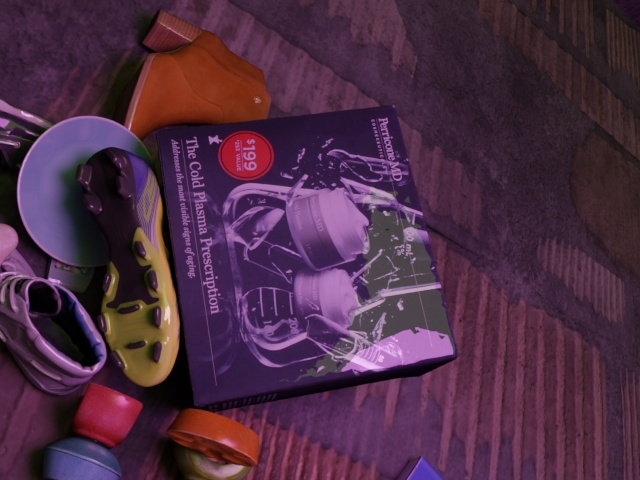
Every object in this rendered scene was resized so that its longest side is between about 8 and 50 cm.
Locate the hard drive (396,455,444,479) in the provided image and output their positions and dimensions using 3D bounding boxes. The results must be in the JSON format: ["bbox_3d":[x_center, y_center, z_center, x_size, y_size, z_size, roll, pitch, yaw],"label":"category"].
[{"bbox_3d":[0.198,0.503,0.973,0.318,0.040,0.210,47,47,4],"label":"hard drive"}]

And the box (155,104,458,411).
[{"bbox_3d":[-0.031,0.026,0.881,0.313,0.179,0.343,-8,73,-12],"label":"box"}]

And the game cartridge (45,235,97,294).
[{"bbox_3d":[-0.311,0.024,0.851,0.056,0.017,0.083,20,59,-35],"label":"game cartridge"}]

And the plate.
[{"bbox_3d":[-0.288,-0.060,0.845,0.188,0.024,0.188,-8,101,-46],"label":"plate"}]

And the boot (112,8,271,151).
[{"bbox_3d":[-0.178,-0.200,1.003,0.211,0.104,0.295,27,51,-26],"label":"boot"}]

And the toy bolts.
[{"bbox_3d":[-0.190,0.265,0.725,0.229,0.218,0.158,23,61,-7],"label":"toy bolts"}]

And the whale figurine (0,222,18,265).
[{"bbox_3d":[-0.449,-0.009,0.660,0.272,0.141,0.216,22,72,-23],"label":"whale figurine"}]

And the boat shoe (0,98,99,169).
[{"bbox_3d":[-0.371,-0.125,0.847,0.233,0.084,0.079,23,92,-37],"label":"boat shoe"}]

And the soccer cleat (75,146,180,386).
[{"bbox_3d":[-0.204,0.026,0.789,0.121,0.094,0.289,30,40,-66],"label":"soccer cleat"}]

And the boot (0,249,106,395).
[{"bbox_3d":[-0.332,0.053,0.745,0.258,0.123,0.095,51,48,-8],"label":"boot"}]
